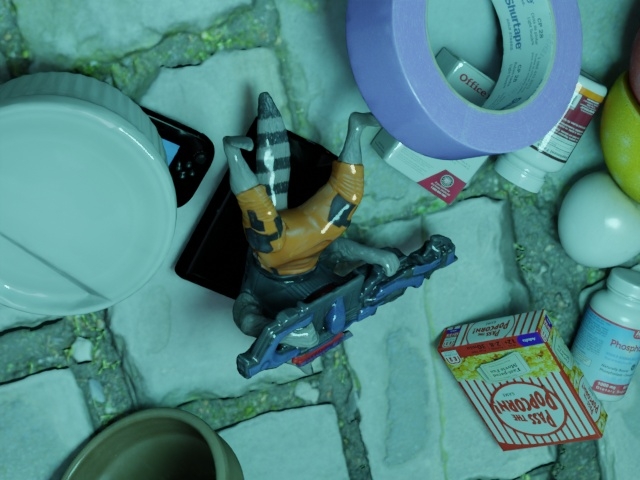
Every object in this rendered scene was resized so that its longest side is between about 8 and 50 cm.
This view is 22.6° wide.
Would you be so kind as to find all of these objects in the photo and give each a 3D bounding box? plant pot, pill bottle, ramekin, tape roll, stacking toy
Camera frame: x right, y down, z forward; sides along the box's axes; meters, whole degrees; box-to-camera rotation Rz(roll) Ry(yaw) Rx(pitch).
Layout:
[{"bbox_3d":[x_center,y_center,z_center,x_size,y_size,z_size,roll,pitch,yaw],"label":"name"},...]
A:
[{"bbox_3d":[-0.170,0.369,1.961,0.263,0.263,0.229,-39,136,3],"label":"plant pot"},{"bbox_3d":[0.378,0.120,2.069,0.087,0.087,0.160,11,110,-20],"label":"pill bottle"},{"bbox_3d":[-0.288,-0.060,1.751,0.273,0.127,0.273,0,123,0],"label":"ramekin"},{"bbox_3d":[0.163,-0.229,1.782,0.275,0.090,0.275,3,85,-34],"label":"tape roll"},{"bbox_3d":[0.443,-0.146,1.892,0.350,0.350,0.480,28,120,-24],"label":"stacking toy"},{"bbox_3d":[0.272,-0.138,1.927,0.086,0.086,0.152,23,106,-23],"label":"pill bottle"}]

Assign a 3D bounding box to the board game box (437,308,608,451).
[{"bbox_3d":[0.259,0.181,2.044,0.146,0.045,0.193,-14,123,34],"label":"board game box"}]

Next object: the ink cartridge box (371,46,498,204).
[{"bbox_3d":[0.151,-0.137,1.907,0.109,0.063,0.150,33,101,-25],"label":"ink cartridge box"}]

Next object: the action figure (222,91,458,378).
[{"bbox_3d":[0.000,0.000,1.862,0.341,0.178,0.330,-21,129,-40],"label":"action figure"}]

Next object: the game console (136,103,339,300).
[{"bbox_3d":[-0.162,-0.066,1.862,0.361,0.044,0.213,23,105,-23],"label":"game console"}]
